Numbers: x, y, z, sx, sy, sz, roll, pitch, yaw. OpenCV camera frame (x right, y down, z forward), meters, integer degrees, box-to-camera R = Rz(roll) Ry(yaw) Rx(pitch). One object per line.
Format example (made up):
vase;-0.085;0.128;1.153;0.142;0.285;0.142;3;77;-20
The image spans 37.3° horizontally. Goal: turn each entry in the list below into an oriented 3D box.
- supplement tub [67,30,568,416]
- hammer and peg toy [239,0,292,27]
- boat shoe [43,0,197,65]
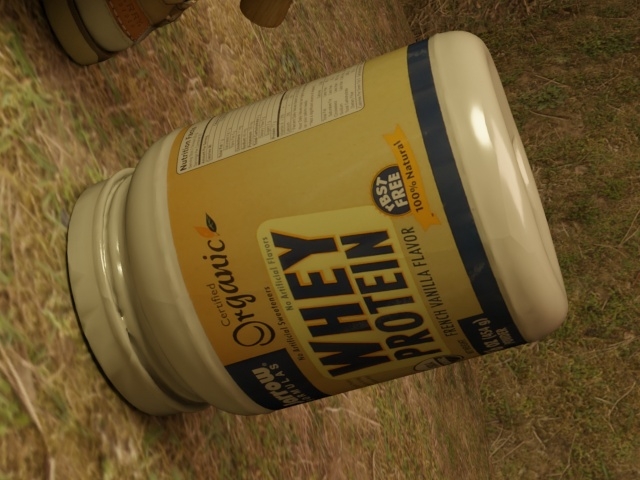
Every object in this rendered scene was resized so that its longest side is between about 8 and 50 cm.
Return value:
supplement tub;0.000;0.000;0.704;0.228;0.316;0.228;-18;90;-75
hammer and peg toy;-0.125;-0.329;0.748;0.266;0.127;0.361;9;43;-24
boat shoe;-0.150;-0.249;0.864;0.302;0.103;0.113;-85;153;-55
